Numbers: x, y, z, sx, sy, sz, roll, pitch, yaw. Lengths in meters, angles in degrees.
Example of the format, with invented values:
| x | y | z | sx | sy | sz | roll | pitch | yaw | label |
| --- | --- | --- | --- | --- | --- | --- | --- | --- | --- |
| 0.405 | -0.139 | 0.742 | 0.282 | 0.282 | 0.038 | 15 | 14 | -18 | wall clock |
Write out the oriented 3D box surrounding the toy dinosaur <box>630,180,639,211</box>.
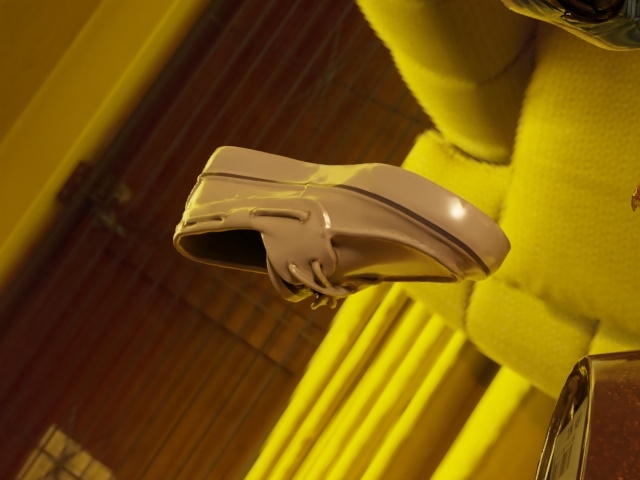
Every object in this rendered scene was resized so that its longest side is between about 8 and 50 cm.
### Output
| x | y | z | sx | sy | sz | roll | pitch | yaw | label |
| --- | --- | --- | --- | --- | --- | --- | --- | --- | --- |
| 0.310 | -0.064 | 0.943 | 0.211 | 0.112 | 0.064 | 52 | 170 | -25 | toy dinosaur |

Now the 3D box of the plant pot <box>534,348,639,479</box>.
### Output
| x | y | z | sx | sy | sz | roll | pitch | yaw | label |
| --- | --- | --- | --- | --- | --- | --- | --- | --- | --- |
| 0.190 | 0.117 | 0.386 | 0.230 | 0.215 | 0.215 | 14 | 171 | 6 | plant pot |

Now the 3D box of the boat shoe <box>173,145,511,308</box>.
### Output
| x | y | z | sx | sy | sz | roll | pitch | yaw | label |
| --- | --- | --- | --- | --- | --- | --- | --- | --- | --- |
| 0.000 | 0.000 | 0.755 | 0.267 | 0.088 | 0.096 | 16 | 158 | 40 | boat shoe |

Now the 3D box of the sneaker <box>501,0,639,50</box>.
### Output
| x | y | z | sx | sy | sz | roll | pitch | yaw | label |
| --- | --- | --- | --- | --- | --- | --- | --- | --- | --- |
| 0.210 | -0.173 | 0.819 | 0.152 | 0.058 | 0.084 | 13 | -178 | -19 | sneaker |
